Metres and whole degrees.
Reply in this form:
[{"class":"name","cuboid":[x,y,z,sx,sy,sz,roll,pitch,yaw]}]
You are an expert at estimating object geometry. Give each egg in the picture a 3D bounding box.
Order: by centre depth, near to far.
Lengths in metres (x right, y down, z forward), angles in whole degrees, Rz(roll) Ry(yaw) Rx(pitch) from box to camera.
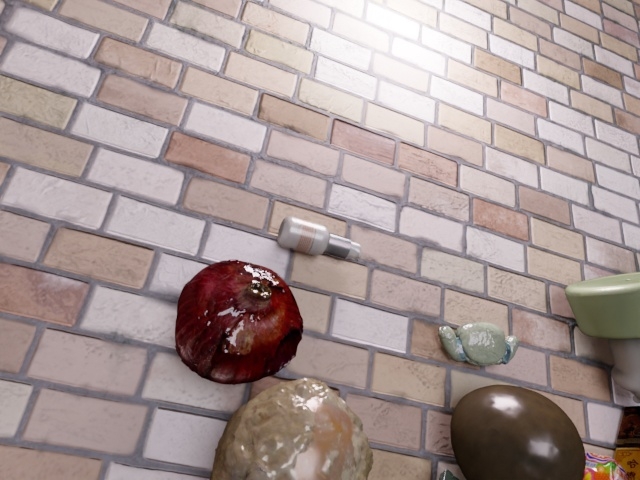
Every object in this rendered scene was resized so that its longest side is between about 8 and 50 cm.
[{"class":"egg","cuboid":[-0.054,0.386,0.801,0.279,0.279,0.310,27,84,-8]}]

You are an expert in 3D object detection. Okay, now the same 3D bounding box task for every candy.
[{"class":"candy","cuboid":[0.580,0.649,1.039,0.124,0.124,0.365,29,69,-7]}]

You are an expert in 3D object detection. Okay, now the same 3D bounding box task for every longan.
[{"class":"longan","cuboid":[0.399,0.422,0.983,0.258,0.258,0.258,8,65,-18]}]

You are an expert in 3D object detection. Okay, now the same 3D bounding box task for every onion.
[{"class":"onion","cuboid":[-0.149,0.145,0.900,0.252,0.219,0.252,14,56,-21]}]

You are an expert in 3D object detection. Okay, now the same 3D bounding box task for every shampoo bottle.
[{"class":"shampoo bottle","cuboid":[0.000,0.000,1.101,0.192,0.074,0.074,14,63,-15]}]

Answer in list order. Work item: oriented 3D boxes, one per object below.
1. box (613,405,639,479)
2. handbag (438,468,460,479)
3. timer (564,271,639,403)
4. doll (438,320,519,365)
[{"class":"box","cuboid":[0.776,0.559,1.050,0.115,0.264,0.415,36,62,-2]},{"class":"handbag","cuboid":[0.287,0.599,0.880,0.260,0.079,0.247,43,24,1]},{"class":"timer","cuboid":[0.806,0.249,1.215,0.290,0.290,0.315,-10,87,-24]},{"class":"doll","cuboid":[0.380,0.245,1.141,0.214,0.071,0.104,8,64,-14]}]
